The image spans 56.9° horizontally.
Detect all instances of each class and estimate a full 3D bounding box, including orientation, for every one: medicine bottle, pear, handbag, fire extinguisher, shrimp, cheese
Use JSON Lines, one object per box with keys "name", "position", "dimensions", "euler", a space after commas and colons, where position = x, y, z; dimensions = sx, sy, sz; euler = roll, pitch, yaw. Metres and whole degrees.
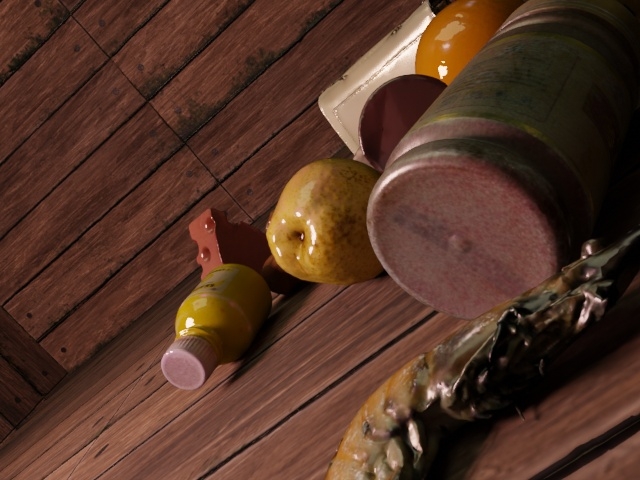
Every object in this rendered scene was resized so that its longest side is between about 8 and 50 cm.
{"name": "medicine bottle", "position": [0.169, -0.087, 0.495], "dimensions": [0.151, 0.151, 0.322], "euler": [-30, 14, 48]}
{"name": "pear", "position": [0.018, -0.017, 0.736], "dimensions": [0.178, 0.178, 0.178], "euler": [-39, 10, 8]}
{"name": "handbag", "position": [0.190, -0.343, 1.328], "dimensions": [0.358, 0.236, 0.160], "euler": [-32, 15, 41]}
{"name": "medicine bottle", "position": [-0.158, 0.130, 0.879], "dimensions": [0.122, 0.122, 0.212], "euler": [-36, 11, 26]}
{"name": "fire extinguisher", "position": [0.134, -0.118, 0.766], "dimensions": [0.135, 0.114, 0.337], "euler": [-55, -11, 14]}
{"name": "shrimp", "position": [0.095, 0.098, 0.293], "dimensions": [0.262, 0.051, 0.198], "euler": [-41, 16, 15]}
{"name": "cheese", "position": [-0.203, 0.057, 1.330], "dimensions": [0.128, 0.203, 0.177], "euler": [-28, 44, 45]}

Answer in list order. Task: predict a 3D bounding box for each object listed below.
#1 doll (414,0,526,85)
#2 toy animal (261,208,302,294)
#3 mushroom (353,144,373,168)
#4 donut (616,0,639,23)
{"name": "doll", "position": [0.261, -0.267, 0.868], "dimensions": [0.213, 0.213, 0.236], "euler": [-45, 24, -24]}
{"name": "toy animal", "position": [-0.049, 0.010, 0.956], "dimensions": [0.157, 0.097, 0.312], "euler": [-53, -9, -34]}
{"name": "mushroom", "position": [0.212, -0.243, 1.140], "dimensions": [0.350, 0.128, 0.128], "euler": [-35, 11, 13]}
{"name": "donut", "position": [0.379, -0.284, 0.652], "dimensions": [0.261, 0.128, 0.208], "euler": [-42, 10, 0]}
